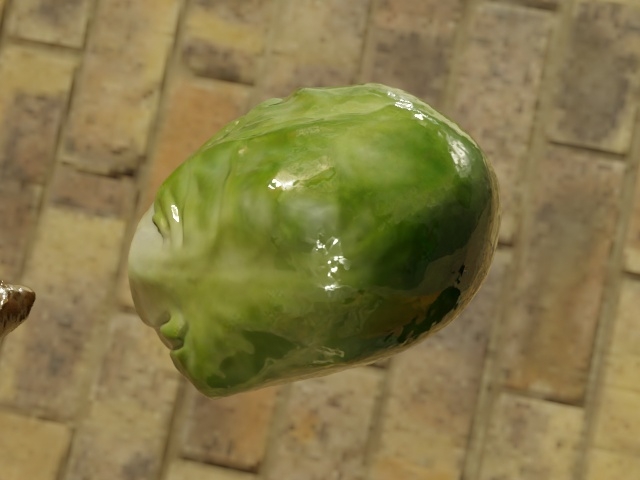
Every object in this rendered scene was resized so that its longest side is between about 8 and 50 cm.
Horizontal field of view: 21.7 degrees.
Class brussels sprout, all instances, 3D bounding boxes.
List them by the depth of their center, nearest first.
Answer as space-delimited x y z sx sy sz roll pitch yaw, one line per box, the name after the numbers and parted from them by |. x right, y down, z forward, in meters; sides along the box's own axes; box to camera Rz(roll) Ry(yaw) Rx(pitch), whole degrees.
0.000 -0.004 0.680 0.155 0.155 0.117 -48 -47 -75 | brussels sprout

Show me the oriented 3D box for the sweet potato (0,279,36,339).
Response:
-0.152 0.030 0.444 0.226 0.068 0.068 -24 -52 -52 | sweet potato
